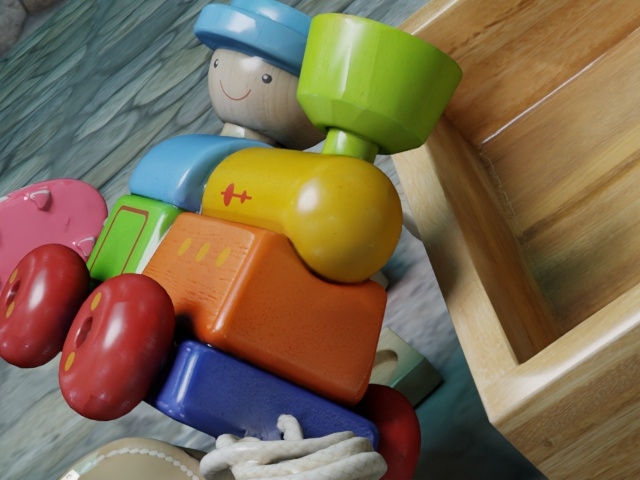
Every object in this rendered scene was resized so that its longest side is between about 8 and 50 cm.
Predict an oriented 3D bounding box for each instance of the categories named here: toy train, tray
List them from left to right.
[{"bbox_3d":[0.000,0.000,0.452,0.248,0.105,0.143,12,78,66],"label":"toy train"},{"bbox_3d":[0.209,-0.106,0.469,0.411,0.076,0.203,-37,34,15],"label":"tray"}]

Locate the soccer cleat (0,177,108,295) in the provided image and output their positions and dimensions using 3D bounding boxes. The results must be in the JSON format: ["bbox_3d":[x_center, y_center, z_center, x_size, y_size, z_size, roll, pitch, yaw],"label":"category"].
[{"bbox_3d":[-0.250,0.046,1.105,0.248,0.083,0.095,-46,14,-6],"label":"soccer cleat"}]

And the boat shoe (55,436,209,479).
[{"bbox_3d":[-0.045,0.115,0.465,0.109,0.098,0.302,-45,23,-3],"label":"boat shoe"}]

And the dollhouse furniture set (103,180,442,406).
[{"bbox_3d":[0.004,-0.015,0.653,0.151,0.123,0.144,-43,18,-4],"label":"dollhouse furniture set"}]
